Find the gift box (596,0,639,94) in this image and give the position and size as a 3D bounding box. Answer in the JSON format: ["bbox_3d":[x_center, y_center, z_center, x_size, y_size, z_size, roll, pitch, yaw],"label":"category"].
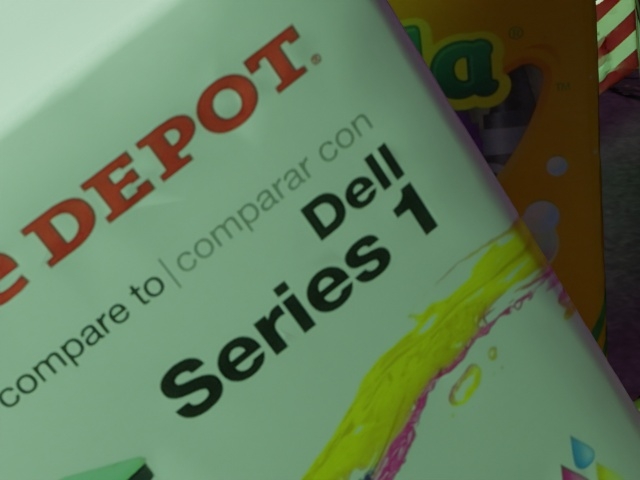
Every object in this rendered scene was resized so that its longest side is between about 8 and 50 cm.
[{"bbox_3d":[0.283,-0.117,0.873,0.255,0.276,0.258,-1,39,7],"label":"gift box"}]

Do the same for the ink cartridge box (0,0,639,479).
[{"bbox_3d":[-0.031,0.058,0.438,0.201,0.278,0.117,-38,30,-5],"label":"ink cartridge box"}]

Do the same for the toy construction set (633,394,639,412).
[{"bbox_3d":[0.242,0.065,0.578,0.328,0.151,0.215,-15,-1,-36],"label":"toy construction set"}]

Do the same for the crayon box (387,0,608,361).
[{"bbox_3d":[0.000,0.000,0.575,0.203,0.323,0.083,-5,24,5],"label":"crayon box"}]
